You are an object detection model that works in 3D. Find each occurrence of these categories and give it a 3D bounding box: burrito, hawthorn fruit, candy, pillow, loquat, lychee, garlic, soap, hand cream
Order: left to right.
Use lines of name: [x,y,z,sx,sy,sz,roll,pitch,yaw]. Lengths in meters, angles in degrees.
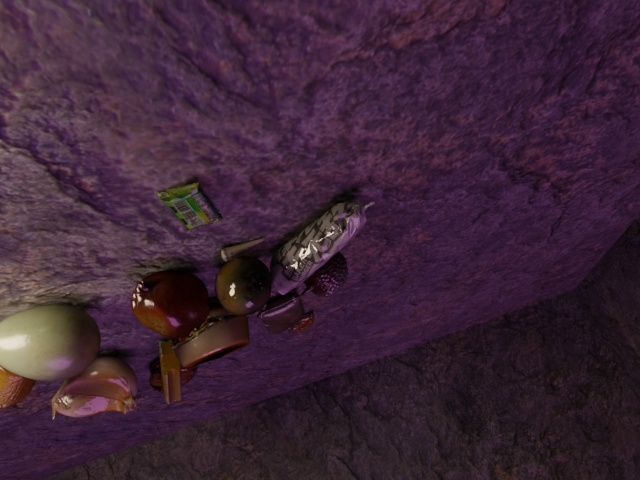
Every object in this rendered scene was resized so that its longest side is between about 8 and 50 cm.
garlic: [-0.867,0.579,1.954,0.312,0.250,0.286,10,163,-12]
hawthorn fruit: [-0.452,0.171,1.481,0.207,0.208,0.248,-26,139,14]
soap: [-0.603,0.525,2.011,0.073,0.140,0.232,-9,128,-24]
candy: [-0.319,-0.084,1.252,0.102,0.032,0.178,-23,152,0]
hand cream: [-0.232,0.024,1.519,0.143,0.039,0.061,-18,150,-23]
loquat: [-0.233,0.139,1.532,0.179,0.180,0.227,-15,-163,-8]
pillow: [-0.155,0.305,2.045,0.184,0.075,0.302,-25,157,-7]
burrito: [0.000,0.000,1.510,0.101,0.139,0.445,17,133,-43]
lychee: [0.007,0.117,1.699,0.197,0.165,0.165,-46,164,-25]

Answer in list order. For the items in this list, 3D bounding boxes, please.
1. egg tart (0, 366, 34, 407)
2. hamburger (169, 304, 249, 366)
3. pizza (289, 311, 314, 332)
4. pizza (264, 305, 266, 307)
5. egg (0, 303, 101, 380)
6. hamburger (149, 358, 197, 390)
egg tart: [-0.986,0.403,1.582,0.147,0.203,0.202,-47,145,21]
hamburger: [-0.401,0.340,1.832,0.299,0.176,0.300,-22,164,-6]
pizza: [-0.110,0.372,2.249,0.176,0.036,0.184,4,145,-38]
pizza: [-0.240,0.226,1.847,0.154,0.069,0.194,-25,154,12]
egg: [-0.795,0.292,1.449,0.295,0.219,0.218,8,145,-21]
hamburger: [-0.645,0.577,2.215,0.230,0.107,0.231,-13,146,-9]
